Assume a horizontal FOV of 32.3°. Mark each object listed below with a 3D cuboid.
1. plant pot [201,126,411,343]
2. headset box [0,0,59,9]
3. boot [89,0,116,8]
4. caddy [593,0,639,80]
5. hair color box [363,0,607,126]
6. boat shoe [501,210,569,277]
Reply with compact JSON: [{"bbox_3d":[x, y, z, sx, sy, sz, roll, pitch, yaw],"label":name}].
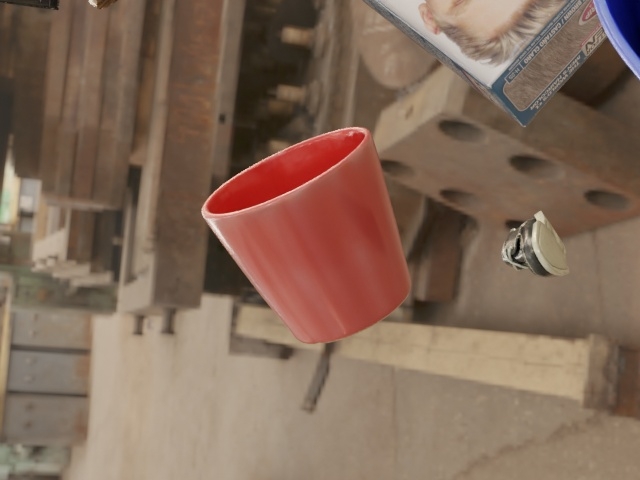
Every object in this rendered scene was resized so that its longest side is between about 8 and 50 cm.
[{"bbox_3d":[0.000,0.000,1.617,0.243,0.275,0.275,63,170,-17],"label":"plant pot"},{"bbox_3d":[-0.408,-0.394,1.156,0.131,0.283,0.246,-102,20,-49],"label":"headset box"},{"bbox_3d":[-0.159,-0.260,0.848,0.157,0.085,0.059,-64,-6,12],"label":"boot"},{"bbox_3d":[0.296,-0.118,0.576,0.241,0.179,0.341,-38,68,15],"label":"caddy"},{"bbox_3d":[0.158,-0.299,1.248,0.174,0.105,0.347,-48,53,6],"label":"hair color box"},{"bbox_3d":[0.286,0.018,1.493,0.084,0.079,0.233,60,-167,-2],"label":"boat shoe"}]
